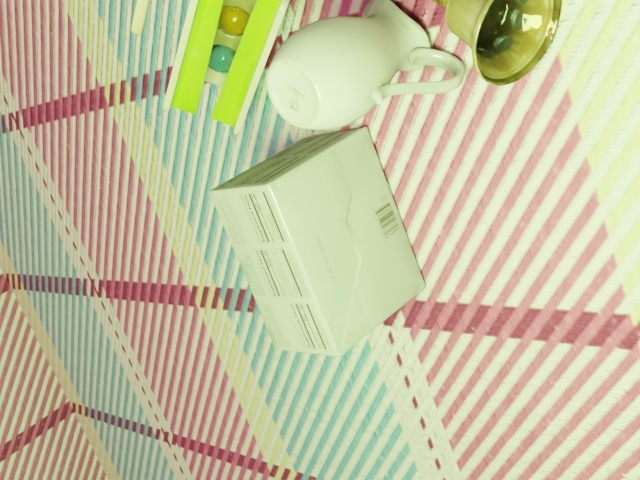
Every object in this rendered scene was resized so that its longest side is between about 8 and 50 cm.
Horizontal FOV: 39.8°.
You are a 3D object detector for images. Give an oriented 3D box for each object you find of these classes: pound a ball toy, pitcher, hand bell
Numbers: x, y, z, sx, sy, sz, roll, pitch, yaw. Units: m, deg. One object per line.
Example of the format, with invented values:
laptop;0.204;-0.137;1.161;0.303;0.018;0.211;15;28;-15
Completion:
pound a ball toy;-0.160;-0.321;1.241;0.208;0.135;0.319;18;142;-8
pitcher;0.055;-0.201;1.053;0.178;0.207;0.125;32;138;28
hand bell;0.138;-0.279;1.006;0.242;0.126;0.126;40;142;40

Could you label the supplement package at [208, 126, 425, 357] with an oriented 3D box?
supplement package;0.000;0.000;1.272;0.145;0.204;0.261;-2;116;49
